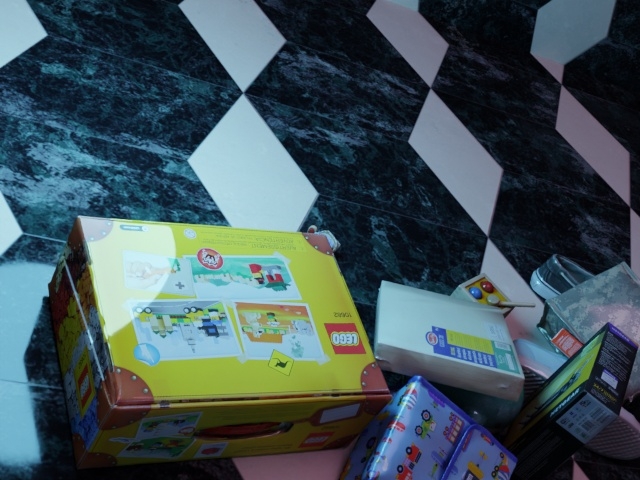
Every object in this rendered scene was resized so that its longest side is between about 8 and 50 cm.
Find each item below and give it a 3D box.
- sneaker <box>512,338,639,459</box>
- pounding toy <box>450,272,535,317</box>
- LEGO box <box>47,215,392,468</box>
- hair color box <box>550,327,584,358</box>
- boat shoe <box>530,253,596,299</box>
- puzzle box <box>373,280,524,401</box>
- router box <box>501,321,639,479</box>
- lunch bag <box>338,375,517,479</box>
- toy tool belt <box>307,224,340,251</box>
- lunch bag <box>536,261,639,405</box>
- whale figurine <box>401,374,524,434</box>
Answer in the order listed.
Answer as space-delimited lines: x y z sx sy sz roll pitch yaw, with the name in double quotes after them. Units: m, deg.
0.560 0.329 1.936 0.366 0.135 0.150 34 40 1 "sneaker"
0.392 0.148 2.044 0.130 0.100 0.141 -21 61 -46 "pounding toy"
-0.178 0.170 1.535 0.501 0.193 0.372 4 48 -32 "LEGO box"
0.575 0.255 1.934 0.141 0.043 0.072 44 10 22 "hair color box"
0.702 0.147 2.248 0.335 0.119 0.121 26 38 -9 "boat shoe"
0.241 0.186 1.753 0.272 0.052 0.409 14 14 2 "puzzle box"
0.475 0.332 1.727 0.081 0.308 0.243 38 37 6 "router box"
0.208 0.420 1.570 0.293 0.138 0.221 37 59 -11 "lunch bag"
0.000 0.000 1.974 0.083 0.052 0.051 39 29 10 "toy tool belt"
0.688 0.231 2.053 0.235 0.169 0.287 -25 58 -13 "lunch bag"
0.291 0.284 1.787 0.272 0.141 0.216 19 40 -20 "whale figurine"
